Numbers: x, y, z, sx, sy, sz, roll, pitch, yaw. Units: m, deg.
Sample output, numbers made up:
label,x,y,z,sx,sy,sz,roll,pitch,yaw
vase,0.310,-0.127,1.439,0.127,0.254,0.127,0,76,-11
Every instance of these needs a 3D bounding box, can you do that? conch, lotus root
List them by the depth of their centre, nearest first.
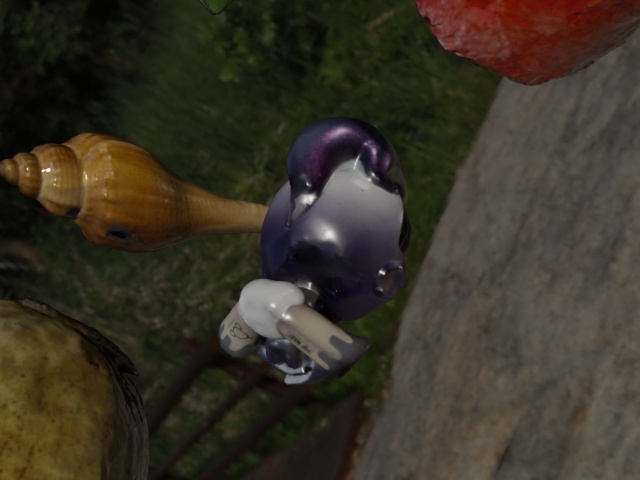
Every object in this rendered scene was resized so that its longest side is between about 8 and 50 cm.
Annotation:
label,x,y,z,sx,sy,sz,roll,pitch,yaw
lotus root,-0.147,0.149,0.512,0.145,0.128,0.260,52,-130,-61
conch,-0.151,-0.027,1.146,0.109,0.330,0.093,-48,39,32

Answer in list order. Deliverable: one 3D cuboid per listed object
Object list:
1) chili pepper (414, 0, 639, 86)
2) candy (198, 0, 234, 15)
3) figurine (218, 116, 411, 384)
label,x,y,z,sx,sy,sz,roll,pitch,yaw
chili pepper,0.154,-0.250,0.890,0.305,0.251,0.229,127,158,-52
candy,-0.094,-0.212,0.758,0.062,0.097,0.194,-42,30,4
figurine,0.000,0.000,1.025,0.222,0.145,0.145,-62,7,-31
